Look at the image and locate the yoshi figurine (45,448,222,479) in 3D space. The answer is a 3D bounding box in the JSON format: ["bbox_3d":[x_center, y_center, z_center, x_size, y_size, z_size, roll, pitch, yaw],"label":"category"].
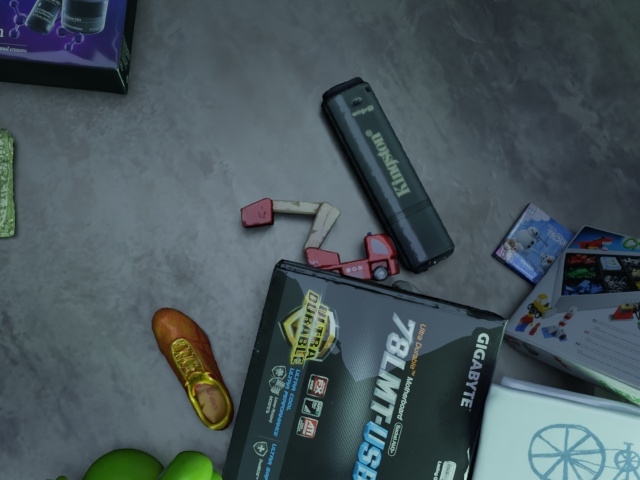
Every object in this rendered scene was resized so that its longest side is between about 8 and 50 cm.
[{"bbox_3d":[-0.273,0.377,1.093,0.203,0.203,0.362,40,59,11],"label":"yoshi figurine"}]

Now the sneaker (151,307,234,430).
[{"bbox_3d":[-0.158,0.159,1.207,0.064,0.067,0.175,-32,84,-7],"label":"sneaker"}]

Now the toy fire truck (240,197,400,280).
[{"bbox_3d":[0.000,0.000,1.248,0.192,0.047,0.135,-11,87,1],"label":"toy fire truck"}]

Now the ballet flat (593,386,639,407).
[{"bbox_3d":[0.478,0.140,1.211,0.182,0.164,0.483,41,82,-16],"label":"ballet flat"}]

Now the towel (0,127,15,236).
[{"bbox_3d":[-0.454,-0.072,1.237,0.110,0.027,0.148,-3,82,-5],"label":"towel"}]

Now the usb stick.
[{"bbox_3d":[0.090,-0.088,1.278,0.077,0.045,0.278,-26,84,-8],"label":"usb stick"}]

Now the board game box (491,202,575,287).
[{"bbox_3d":[0.296,0.011,1.294,0.090,0.020,0.090,36,79,1],"label":"board game box"}]

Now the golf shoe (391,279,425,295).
[{"bbox_3d":[0.164,0.111,1.254,0.086,0.069,0.176,-41,92,-27],"label":"golf shoe"}]

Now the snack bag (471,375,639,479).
[{"bbox_3d":[0.334,0.352,1.146,0.323,0.037,0.342,11,107,8],"label":"snack bag"}]

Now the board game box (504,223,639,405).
[{"bbox_3d":[0.387,0.094,1.149,0.193,0.305,0.053,-49,123,-12],"label":"board game box"}]

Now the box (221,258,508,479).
[{"bbox_3d":[0.052,0.198,1.179,0.293,0.073,0.295,15,93,2],"label":"box"}]

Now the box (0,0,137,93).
[{"bbox_3d":[-0.380,-0.306,1.245,0.261,0.103,0.184,5,78,-4],"label":"box"}]
